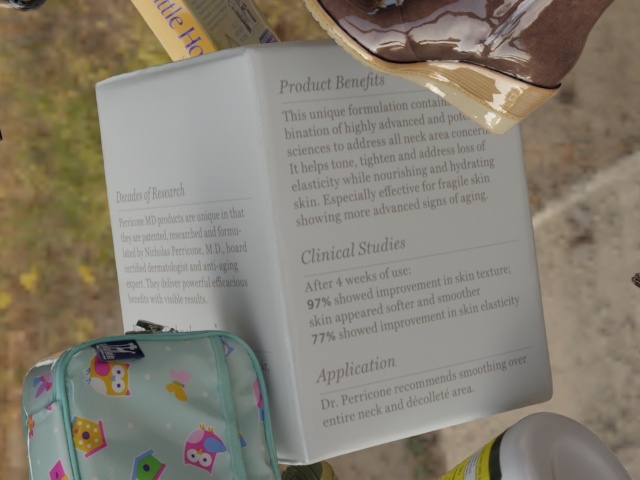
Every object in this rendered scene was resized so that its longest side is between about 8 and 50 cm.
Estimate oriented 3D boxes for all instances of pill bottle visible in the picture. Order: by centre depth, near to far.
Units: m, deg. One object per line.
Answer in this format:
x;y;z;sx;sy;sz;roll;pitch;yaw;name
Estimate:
0.155;0.332;1.565;0.334;0.188;0.188;-42;45;32;pill bottle

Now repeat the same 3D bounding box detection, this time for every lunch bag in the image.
-0.136;0.210;1.364;0.108;0.224;0.279;-30;67;54;lunch bag

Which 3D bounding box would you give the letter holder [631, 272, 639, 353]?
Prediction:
0.484;0.136;1.665;0.214;0.302;0.152;40;123;55;letter holder

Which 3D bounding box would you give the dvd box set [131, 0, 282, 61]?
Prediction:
-0.125;-0.257;1.963;0.420;0.062;0.307;55;-164;-13;dvd box set

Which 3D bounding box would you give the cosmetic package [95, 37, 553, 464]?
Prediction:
0.000;0.000;1.614;0.327;0.329;0.394;-4;93;55;cosmetic package

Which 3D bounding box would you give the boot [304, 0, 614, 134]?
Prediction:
0.131;-0.228;1.379;0.207;0.248;0.090;-54;11;30;boot

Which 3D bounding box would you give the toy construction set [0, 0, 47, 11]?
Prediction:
-0.474;-0.363;1.808;0.309;0.237;0.257;42;153;64;toy construction set

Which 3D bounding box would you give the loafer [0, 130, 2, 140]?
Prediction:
-0.322;-0.114;1.344;0.170;0.061;0.062;-148;41;-68;loafer

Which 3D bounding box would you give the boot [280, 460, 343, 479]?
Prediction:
0.011;0.390;1.747;0.236;0.269;0.089;-44;33;5;boot
